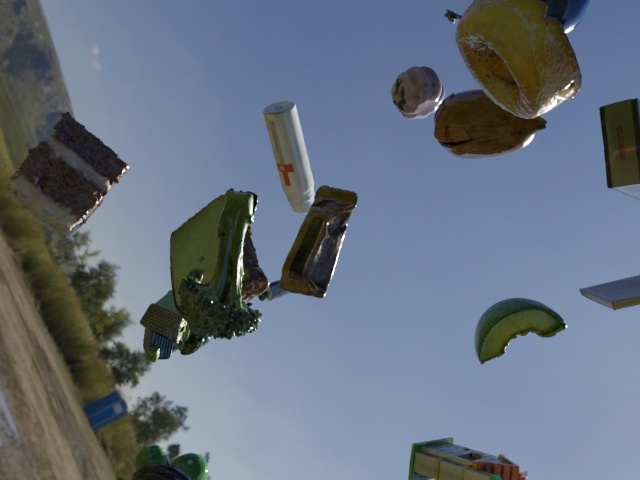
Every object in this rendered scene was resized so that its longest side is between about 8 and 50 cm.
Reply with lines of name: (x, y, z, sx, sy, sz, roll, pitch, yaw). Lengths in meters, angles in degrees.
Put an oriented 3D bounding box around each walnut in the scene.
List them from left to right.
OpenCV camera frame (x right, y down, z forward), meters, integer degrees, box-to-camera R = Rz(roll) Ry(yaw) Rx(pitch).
walnut: (0.474, -0.328, 1.547, 0.336, 0.209, 0.209, 11, -58, 46)

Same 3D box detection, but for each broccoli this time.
broccoli: (-0.125, 0.033, 0.729, 0.122, 0.118, 0.204, -122, -137, -77)

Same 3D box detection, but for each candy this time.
candy: (0.000, 0.000, 1.268, 0.143, 0.272, 0.101, 12, -12, 44)

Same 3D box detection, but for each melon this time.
melon: (0.545, 0.225, 1.607, 0.169, 0.265, 0.129, -104, 168, -71)

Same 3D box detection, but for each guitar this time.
guitar: (0.404, -0.610, 1.533, 0.084, 0.038, 0.271, 41, 11, -28)

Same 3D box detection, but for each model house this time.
model house: (-0.492, 0.307, 1.820, 0.195, 0.189, 0.214, 25, -69, 15)

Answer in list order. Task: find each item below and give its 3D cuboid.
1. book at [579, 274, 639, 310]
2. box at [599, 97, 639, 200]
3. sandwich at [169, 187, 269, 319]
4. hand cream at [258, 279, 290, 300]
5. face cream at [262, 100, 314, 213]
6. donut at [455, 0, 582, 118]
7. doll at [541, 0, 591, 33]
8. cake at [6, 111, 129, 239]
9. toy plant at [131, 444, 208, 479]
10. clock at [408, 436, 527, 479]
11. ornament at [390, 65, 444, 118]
book: (0.644, 0.082, 1.047, 0.170, 0.241, 0.018, -30, 105, -82)
box: (0.773, -0.208, 1.337, 0.084, 0.310, 0.198, -8, -98, 43)
sandwich: (-0.226, 0.046, 1.197, 0.087, 0.226, 0.251, 34, 30, -48)
hand cream: (-0.085, 0.143, 1.785, 0.055, 0.256, 0.088, 51, -38, 33)
face cream: (-0.084, -0.234, 1.646, 0.102, 0.102, 0.346, 34, -36, 51)
donut: (0.238, -0.229, 0.696, 0.178, 0.065, 0.162, 47, -3, -15)
doll: (0.577, -0.663, 1.434, 0.240, 0.284, 0.310, 41, 0, 31)
cake: (-0.402, -0.096, 0.868, 0.134, 0.147, 0.135, 44, -22, -17)
toy plant: (-0.432, 0.684, 1.557, 0.175, 0.218, 0.235, -53, -165, 25)
clock: (0.402, 0.623, 1.480, 0.255, 0.219, 0.106, 2, -99, 43)
ornament: (0.326, -0.506, 1.871, 0.177, 0.177, 0.178, 46, -31, 39)
